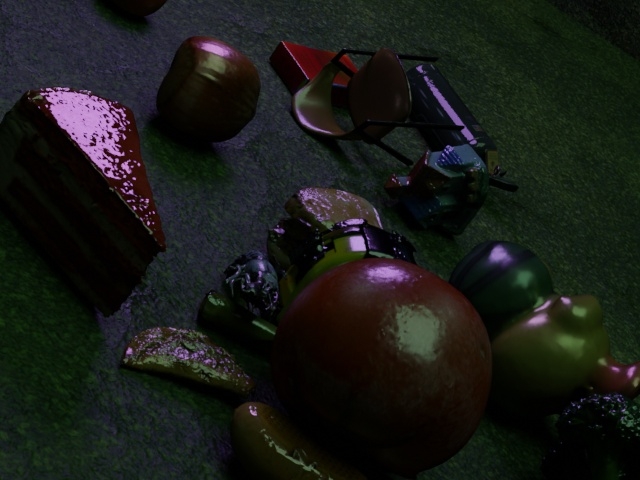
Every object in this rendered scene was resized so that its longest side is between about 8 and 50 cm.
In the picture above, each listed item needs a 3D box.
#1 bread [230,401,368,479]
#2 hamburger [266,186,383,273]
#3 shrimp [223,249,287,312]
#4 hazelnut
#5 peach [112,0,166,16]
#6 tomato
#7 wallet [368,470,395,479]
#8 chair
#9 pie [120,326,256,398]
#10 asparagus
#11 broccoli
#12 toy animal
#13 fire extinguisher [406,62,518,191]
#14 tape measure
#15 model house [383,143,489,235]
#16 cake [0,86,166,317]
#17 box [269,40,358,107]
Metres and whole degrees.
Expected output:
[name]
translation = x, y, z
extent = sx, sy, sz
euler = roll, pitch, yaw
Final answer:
[bread]
translation = -0.029, 0.257, 1.429
extent = 0.189, 0.077, 0.114
euler = 38, 8, 3
[hamburger]
translation = 0.000, 0.000, 1.791
extent = 0.159, 0.131, 0.185
euler = 16, 28, -19
[shrimp]
translation = -0.090, 0.043, 1.615
extent = 0.082, 0.076, 0.174
euler = 22, 7, -17
[hazelnut]
translation = -0.166, -0.224, 1.896
extent = 0.150, 0.150, 0.150
euler = 28, 30, -18
[peach]
translation = -0.304, -0.420, 2.090
extent = 0.100, 0.101, 0.101
euler = 28, 30, -18
[tomato]
translation = 0.077, 0.143, 1.505
extent = 0.265, 0.265, 0.265
euler = 28, 30, -18
[wallet]
translation = 0.138, 0.365, 1.489
extent = 0.204, 0.045, 0.142
euler = 32, 29, -9
[chair]
translation = 0.095, -0.241, 2.206
extent = 0.247, 0.172, 0.159
euler = 12, 51, -44
[pie]
translation = -0.154, 0.141, 1.501
extent = 0.170, 0.034, 0.092
euler = 21, 34, -18
[asparagus]
translation = -0.075, 0.121, 1.612
extent = 0.178, 0.041, 0.045
euler = 30, -14, -14
[broccoli]
translation = 0.390, 0.340, 1.636
extent = 0.297, 0.297, 0.297
euler = -30, 68, -31
[toy animal]
translation = 0.305, 0.148, 1.846
extent = 0.191, 0.216, 0.338
euler = -25, 60, -29
[fire extinguisher]
translation = 0.262, -0.204, 2.405
extent = 0.114, 0.095, 0.311
euler = 2, 44, -35
[tape measure]
translation = 0.042, 0.069, 1.667
extent = 0.199, 0.186, 0.112
euler = 25, 23, -24
[model house]
translation = 0.184, -0.084, 2.118
extent = 0.148, 0.148, 0.119
euler = -6, 54, -35
[cake]
translation = -0.262, -0.048, 1.527
extent = 0.262, 0.158, 0.159
euler = 47, 31, 13
[box]
translation = 0.002, -0.299, 2.302
extent = 0.175, 0.048, 0.112
euler = 5, 42, -44
